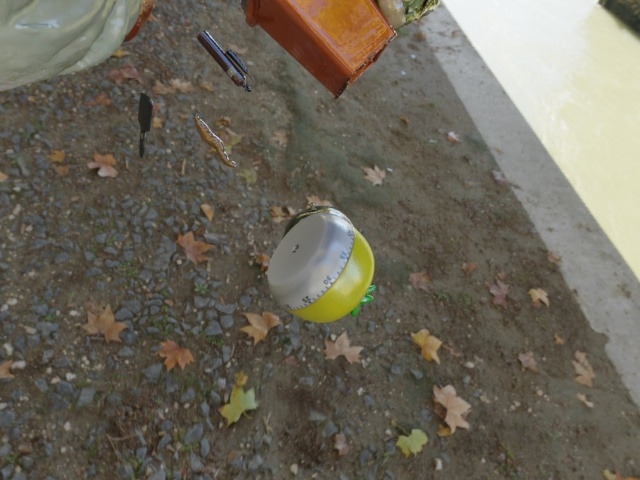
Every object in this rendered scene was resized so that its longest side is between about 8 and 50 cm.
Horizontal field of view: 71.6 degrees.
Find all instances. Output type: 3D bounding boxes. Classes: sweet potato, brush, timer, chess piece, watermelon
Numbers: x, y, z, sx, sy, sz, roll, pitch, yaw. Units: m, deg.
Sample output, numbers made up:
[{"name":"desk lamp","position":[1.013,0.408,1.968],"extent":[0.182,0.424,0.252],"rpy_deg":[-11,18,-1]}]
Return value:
[{"name":"sweet potato","position":[-0.298,-0.276,1.254],"extent":[0.179,0.044,0.044],"rpy_deg":[53,50,-10]},{"name":"brush","position":[-0.492,-0.314,1.236],"extent":[0.016,0.194,0.063],"rpy_deg":[-18,55,-44]},{"name":"timer","position":[0.033,0.094,1.102],"extent":[0.284,0.285,0.285],"rpy_deg":[8,49,-10]},{"name":"chess piece","position":[0.116,-0.395,0.733],"extent":[0.038,0.084,0.084],"rpy_deg":[-15,45,21]},{"name":"watermelon","position":[0.001,0.005,1.543],"extent":[0.268,0.269,0.269],"rpy_deg":[8,49,-10]}]

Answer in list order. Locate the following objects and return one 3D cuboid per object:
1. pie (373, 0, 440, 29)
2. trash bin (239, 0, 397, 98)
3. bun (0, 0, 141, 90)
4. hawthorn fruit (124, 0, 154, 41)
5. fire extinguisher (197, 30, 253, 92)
[{"name":"pie","position":[0.104,-0.480,0.927],"extent":[0.354,0.103,0.288],"rpy_deg":[4,33,43]},{"name":"trash bin","position":[-0.001,-0.367,0.705],"extent":[0.161,0.184,0.239],"rpy_deg":[-45,95,-8]},{"name":"bun","position":[-0.210,-0.281,0.278],"extent":[0.210,0.360,0.360],"rpy_deg":[2,50,-11]},{"name":"hawthorn fruit","position":[-0.347,-0.429,0.716],"extent":[0.156,0.194,0.157],"rpy_deg":[13,61,-25]},{"name":"fire extinguisher","position":[-0.210,-0.409,1.023],"extent":[0.173,0.035,0.049],"rpy_deg":[50,43,-7]}]
